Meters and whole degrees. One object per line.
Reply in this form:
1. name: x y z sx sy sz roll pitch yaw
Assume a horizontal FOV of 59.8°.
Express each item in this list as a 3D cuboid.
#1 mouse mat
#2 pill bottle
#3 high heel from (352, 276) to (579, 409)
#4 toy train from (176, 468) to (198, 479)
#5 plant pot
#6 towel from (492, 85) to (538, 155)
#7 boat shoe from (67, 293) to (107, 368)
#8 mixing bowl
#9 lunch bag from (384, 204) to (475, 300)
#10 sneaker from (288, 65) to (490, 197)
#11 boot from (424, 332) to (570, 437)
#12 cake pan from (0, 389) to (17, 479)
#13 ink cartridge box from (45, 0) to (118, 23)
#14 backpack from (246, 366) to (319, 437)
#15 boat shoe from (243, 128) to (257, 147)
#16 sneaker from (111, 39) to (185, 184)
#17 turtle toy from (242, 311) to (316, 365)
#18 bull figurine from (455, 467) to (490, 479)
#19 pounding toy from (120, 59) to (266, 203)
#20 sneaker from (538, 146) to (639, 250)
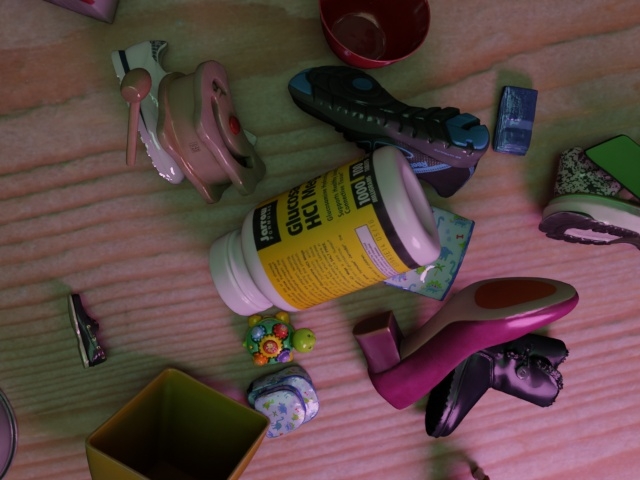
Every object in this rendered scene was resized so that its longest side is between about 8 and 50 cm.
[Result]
1. mouse mat: 0.541 -0.104 0.920 0.153 0.007 0.189 -21 59 -34
2. pill bottle: 0.000 0.000 0.873 0.334 0.188 0.187 -23 99 20
3. high heel: 0.249 0.179 0.931 0.377 0.127 0.181 -17 110 31
4. toy train: -0.226 0.441 1.027 0.083 0.017 0.023 13 106 -6
5. plant pot: -0.235 0.376 0.910 0.212 0.212 0.187 23 117 14
6. towel: 0.347 -0.213 0.988 0.067 0.029 0.119 7 96 -6
7. boat shoe: -0.407 0.154 0.965 0.042 0.049 0.132 -17 92 -30
8. mixing bowl: 0.074 -0.349 0.902 0.182 0.098 0.181 3 78 -13
9. lunch bag: 0.177 0.017 0.969 0.129 0.096 0.151 18 86 -7
10. sneaker: 0.095 -0.176 0.920 0.341 0.139 0.125 27 52 11
11. boot: 0.323 0.269 1.011 0.207 0.094 0.246 21 89 -3
12. cake pan: -0.685 0.346 0.959 0.293 0.054 0.293 -1 97 -5
13. ink cartridge box: -0.459 -0.447 0.793 0.306 0.226 0.131 19 95 -7
14. backpack: -0.062 0.288 0.988 0.114 0.084 0.105 -24 101 -4
15. boat shoe: -0.154 -0.190 0.950 0.100 0.035 0.035 30 66 -4
16. sneaker: -0.259 -0.209 0.913 0.095 0.090 0.235 -20 100 -12
17. turtle toy: -0.073 0.178 0.982 0.130 0.066 0.095 -6 98 -4
18. bull figurine: 0.284 0.576 0.999 0.101 0.188 0.310 3 97 -5
19. pounding toy: -0.210 -0.175 0.867 0.155 0.154 0.269 -11 138 19
20. sneaker: 0.591 -0.078 0.979 0.411 0.158 0.181 8 79 -11
